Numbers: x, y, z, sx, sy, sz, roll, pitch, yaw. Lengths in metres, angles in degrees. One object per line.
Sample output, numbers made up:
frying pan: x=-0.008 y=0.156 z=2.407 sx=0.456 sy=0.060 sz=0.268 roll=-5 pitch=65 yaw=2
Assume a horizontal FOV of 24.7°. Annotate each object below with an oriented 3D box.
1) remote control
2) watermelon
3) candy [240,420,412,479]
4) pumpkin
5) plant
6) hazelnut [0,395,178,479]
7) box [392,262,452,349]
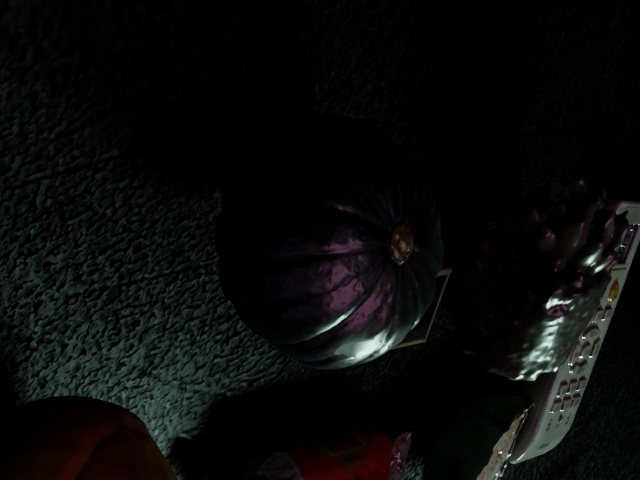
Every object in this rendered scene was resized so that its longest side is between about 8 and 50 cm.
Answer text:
remote control: x=0.275 y=0.097 z=1.607 sx=0.109 sy=0.055 sz=0.313 roll=0 pitch=112 yaw=-59
watermelon: x=0.155 y=0.242 z=1.555 sx=0.187 sy=0.071 sz=0.139 roll=-51 pitch=153 yaw=-26
candy: x=-0.002 y=0.218 z=1.334 sx=0.292 sy=0.059 sz=0.086 roll=-10 pitch=122 yaw=-50
pumpkin: x=0.009 y=-0.001 z=1.094 sx=0.194 sy=0.150 sz=0.194 roll=-42 pitch=143 yaw=-42
plant: x=0.203 y=0.027 z=1.387 sx=0.129 sy=0.132 sz=0.194 roll=-20 pitch=136 yaw=-48
hazelnut: x=-0.182 y=0.184 z=0.994 sx=0.182 sy=0.182 sz=0.182 roll=-32 pitch=138 yaw=-34
box: x=0.072 y=0.058 z=1.323 sx=0.079 sy=0.035 sz=0.083 roll=-8 pitch=122 yaw=-49
